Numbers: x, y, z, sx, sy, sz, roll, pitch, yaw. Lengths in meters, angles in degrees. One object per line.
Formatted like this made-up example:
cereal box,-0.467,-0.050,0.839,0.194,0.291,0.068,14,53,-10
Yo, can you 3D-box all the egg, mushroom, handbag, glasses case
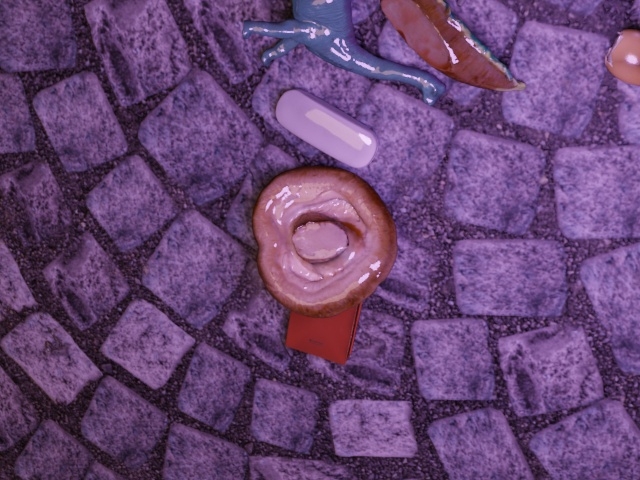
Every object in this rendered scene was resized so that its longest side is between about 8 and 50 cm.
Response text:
egg,0.488,-0.279,1.479,0.096,0.080,0.080,32,117,8
mushroom,0.000,0.000,1.706,0.278,0.146,0.278,-1,84,10
handbag,0.010,0.131,1.821,0.127,0.063,0.190,18,117,12
glasses case,0.011,-0.198,1.697,0.197,0.049,0.076,30,116,6

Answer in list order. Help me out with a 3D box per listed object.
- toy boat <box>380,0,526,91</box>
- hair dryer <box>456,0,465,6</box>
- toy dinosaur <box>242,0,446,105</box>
toy boat,0.206,-0.325,1.555,0.293,0.099,0.108,44,145,0
hair dryer,0.242,-0.460,1.522,0.155,0.044,0.183,41,121,3
toy dinosaur,0.041,-0.409,1.585,0.331,0.129,0.383,2,117,12
